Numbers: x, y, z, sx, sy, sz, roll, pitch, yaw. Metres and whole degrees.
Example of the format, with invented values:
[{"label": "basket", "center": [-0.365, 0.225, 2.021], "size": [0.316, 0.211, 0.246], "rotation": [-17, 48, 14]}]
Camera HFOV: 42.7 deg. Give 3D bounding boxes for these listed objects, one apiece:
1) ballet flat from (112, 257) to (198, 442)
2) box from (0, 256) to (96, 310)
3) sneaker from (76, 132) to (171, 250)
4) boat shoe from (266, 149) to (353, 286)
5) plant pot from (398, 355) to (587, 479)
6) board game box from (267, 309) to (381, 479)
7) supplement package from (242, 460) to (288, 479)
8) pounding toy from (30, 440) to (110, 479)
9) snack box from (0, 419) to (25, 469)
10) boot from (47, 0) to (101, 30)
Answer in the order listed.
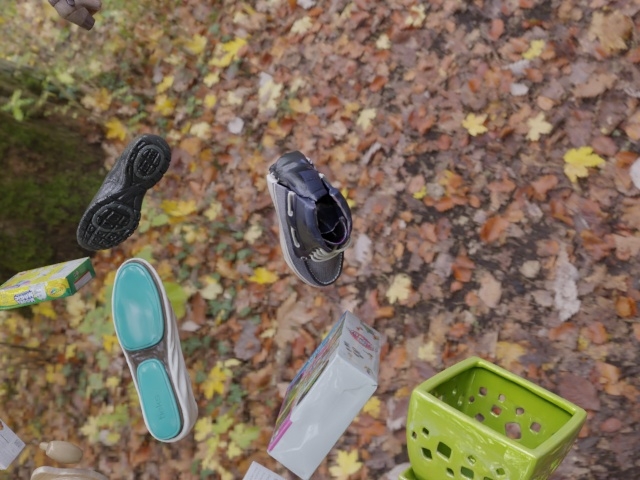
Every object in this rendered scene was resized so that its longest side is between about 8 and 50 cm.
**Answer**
[{"label": "ballet flat", "center": [-0.353, 0.235, 1.781], "size": [0.139, 0.139, 0.400], "rotation": [-17, 86, 36]}, {"label": "box", "center": [-0.521, 0.083, 1.515], "size": [0.179, 0.105, 0.043], "rotation": [-10, 108, 14]}, {"label": "sneaker", "center": [-0.417, -0.104, 1.733], "size": [0.286, 0.109, 0.130], "rotation": [-53, 28, 2]}, {"label": "boat shoe", "center": [0.000, 0.000, 1.574], "size": [0.127, 0.340, 0.158], "rotation": [-33, 45, -11]}, {"label": "plant pot", "center": [0.272, 0.350, 1.355], "size": [0.228, 0.227, 0.207], "rotation": [26, 114, 32]}, {"label": "board game box", "center": [0.015, 0.279, 1.547], "size": [0.098, 0.303, 0.224], "rotation": [36, 101, -1]}, {"label": "supplement package", "center": [-0.081, 0.609, 1.580], "size": [0.263, 0.199, 0.198], "rotation": [29, 129, 2]}, {"label": "pounding toy", "center": [-0.474, 0.471, 1.541], "size": [0.269, 0.154, 0.154], "rotation": [-55, 23, 32]}, {"label": "snack box", "center": [-0.660, 0.367, 1.606], "size": [0.022, 0.178, 0.064], "rotation": [-17, 28, 37]}, {"label": "boot", "center": [-0.402, -0.391, 1.326], "size": [0.042, 0.087, 0.118], "rotation": [-38, 36, 18]}]
